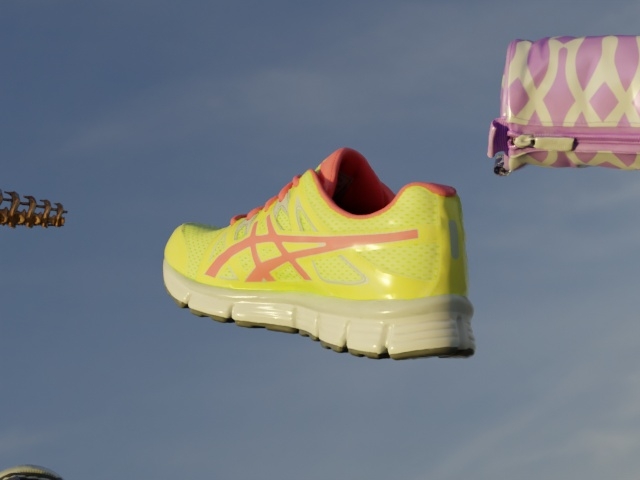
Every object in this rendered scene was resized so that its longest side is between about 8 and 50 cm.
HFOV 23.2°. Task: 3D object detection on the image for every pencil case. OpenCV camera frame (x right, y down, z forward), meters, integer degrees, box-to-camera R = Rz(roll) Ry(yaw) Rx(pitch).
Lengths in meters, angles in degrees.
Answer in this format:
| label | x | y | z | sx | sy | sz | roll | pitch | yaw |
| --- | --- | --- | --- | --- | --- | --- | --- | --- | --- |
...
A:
| label | x | y | z | sx | sy | sz | roll | pitch | yaw |
| --- | --- | --- | --- | --- | --- | --- | --- | --- | --- |
| pencil case | 0.201 | -0.077 | 0.916 | 0.206 | 0.086 | 0.088 | 1 | 26 | 16 |

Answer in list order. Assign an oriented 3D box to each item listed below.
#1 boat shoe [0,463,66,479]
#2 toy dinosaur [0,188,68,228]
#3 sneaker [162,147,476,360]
| label | x | y | z | sx | sy | sz | roll | pitch | yaw |
| --- | --- | --- | --- | --- | --- | --- | --- | --- | --- |
| boat shoe | -0.114 | 0.224 | 0.803 | 0.081 | 0.228 | 0.069 | -30 | 5 | -11 |
| toy dinosaur | -0.399 | -0.051 | 1.389 | 0.164 | 0.322 | 0.218 | -54 | 10 | 18 |
| sneaker | 0.000 | 0.000 | 0.770 | 0.081 | 0.094 | 0.208 | 0 | 6 | -45 |
